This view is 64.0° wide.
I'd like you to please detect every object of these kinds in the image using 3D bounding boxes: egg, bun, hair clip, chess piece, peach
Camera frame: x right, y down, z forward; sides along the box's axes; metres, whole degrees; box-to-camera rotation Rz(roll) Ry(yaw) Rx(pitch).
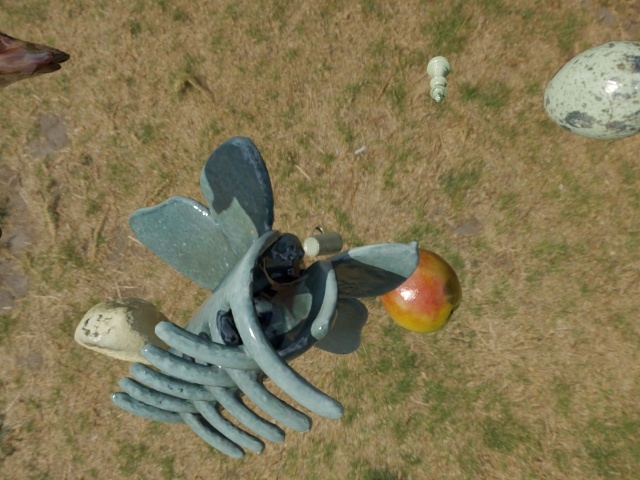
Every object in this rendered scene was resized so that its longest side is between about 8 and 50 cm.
[{"bbox_3d":[0.397,-0.206,0.716,0.132,0.172,0.132,-4,96,-40],"label":"egg"},{"bbox_3d":[-0.406,0.193,1.111,0.220,0.220,0.134,12,70,4],"label":"bun"},{"bbox_3d":[-0.083,0.094,0.609,0.392,0.318,0.238,34,50,-12],"label":"hair clip"},{"bbox_3d":[0.291,-0.387,1.261,0.059,0.059,0.149,7,54,3],"label":"chess piece"},{"bbox_3d":[0.264,0.131,1.370,0.230,0.231,0.231,0,81,2],"label":"peach"}]

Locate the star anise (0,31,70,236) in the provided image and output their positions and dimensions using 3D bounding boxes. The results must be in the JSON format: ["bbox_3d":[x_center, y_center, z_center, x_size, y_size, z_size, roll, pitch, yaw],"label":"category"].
[{"bbox_3d":[-0.290,-0.110,0.301,0.288,0.088,0.288,0,91,-4],"label":"star anise"}]

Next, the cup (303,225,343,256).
[{"bbox_3d":[0.004,0.000,1.197,0.054,0.083,0.075,-15,85,42],"label":"cup"}]
